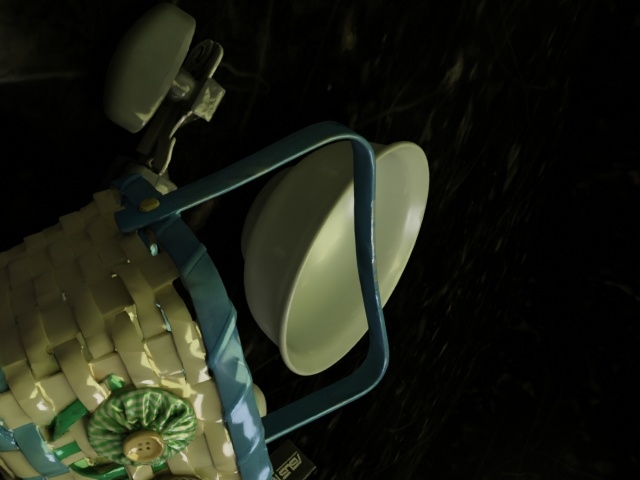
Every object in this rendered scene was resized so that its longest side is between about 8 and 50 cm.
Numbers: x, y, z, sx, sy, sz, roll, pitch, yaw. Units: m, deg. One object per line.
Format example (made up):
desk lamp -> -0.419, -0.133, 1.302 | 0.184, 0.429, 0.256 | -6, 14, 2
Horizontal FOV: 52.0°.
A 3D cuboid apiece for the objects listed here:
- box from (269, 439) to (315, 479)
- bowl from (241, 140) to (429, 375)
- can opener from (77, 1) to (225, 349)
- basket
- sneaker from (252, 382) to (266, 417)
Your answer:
box -> -0.145, 0.421, 0.908 | 0.270, 0.060, 0.216 | -53, 164, 23
bowl -> 0.000, 0.000, 0.787 | 0.298, 0.134, 0.298 | -43, 148, -36
can opener -> -0.169, -0.051, 0.522 | 0.095, 0.076, 0.283 | 32, 86, -33
basket -> -0.079, 0.074, 0.459 | 0.289, 0.201, 0.255 | -28, 130, -22
sneaker -> -0.163, 0.277, 0.790 | 0.256, 0.094, 0.151 | -54, 160, -11
